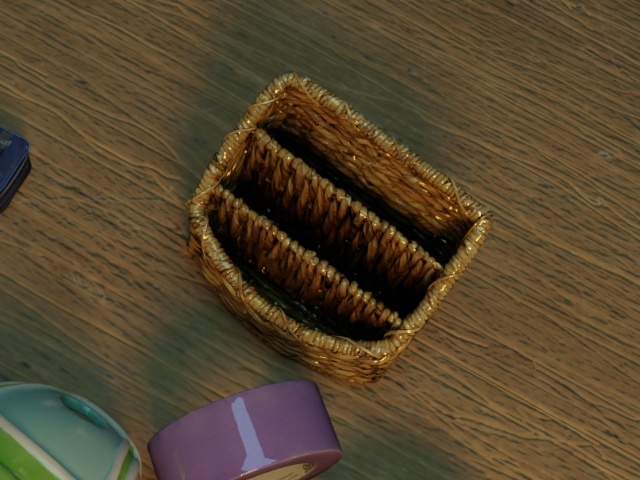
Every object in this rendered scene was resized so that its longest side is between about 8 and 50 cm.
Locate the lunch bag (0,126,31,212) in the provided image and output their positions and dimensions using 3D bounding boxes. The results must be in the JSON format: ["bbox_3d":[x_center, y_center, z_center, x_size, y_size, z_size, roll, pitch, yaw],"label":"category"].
[{"bbox_3d":[-0.385,-0.083,1.346,0.067,0.065,0.098,24,63,1],"label":"lunch bag"}]

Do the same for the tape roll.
[{"bbox_3d":[-0.077,0.218,1.194,0.189,0.189,0.080,-17,70,-17],"label":"tape roll"}]

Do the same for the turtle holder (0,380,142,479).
[{"bbox_3d":[-0.265,0.265,1.102,0.320,0.243,0.227,13,29,28],"label":"turtle holder"}]

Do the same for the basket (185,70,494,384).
[{"bbox_3d":[0.000,0.000,1.292,0.299,0.223,0.213,38,64,7],"label":"basket"}]
